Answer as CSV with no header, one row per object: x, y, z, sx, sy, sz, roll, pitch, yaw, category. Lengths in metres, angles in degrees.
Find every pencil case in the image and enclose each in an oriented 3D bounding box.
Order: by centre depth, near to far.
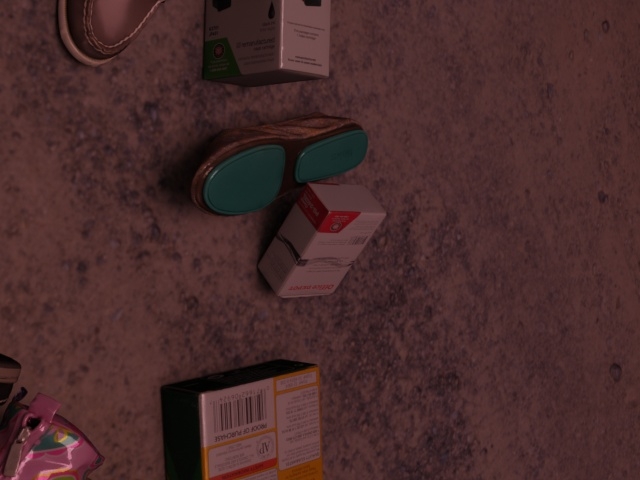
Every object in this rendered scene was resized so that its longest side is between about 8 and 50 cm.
-0.330,0.288,1.021,0.124,0.124,0.284,49,63,-35,pencil case

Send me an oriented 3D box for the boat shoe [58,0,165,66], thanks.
-0.195,-0.347,1.210,0.116,0.097,0.324,40,64,-39,boat shoe

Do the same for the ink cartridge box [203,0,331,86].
-0.066,-0.303,1.304,0.087,0.153,0.208,2,90,-44,ink cartridge box

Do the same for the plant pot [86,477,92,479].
-0.293,0.369,1.136,0.237,0.110,0.237,-2,93,-44,plant pot

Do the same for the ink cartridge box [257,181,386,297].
0.000,0.000,1.393,0.109,0.063,0.150,0,133,-45,ink cartridge box

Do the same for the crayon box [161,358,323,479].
-0.093,0.330,1.354,0.203,0.083,0.323,-7,96,-45,crayon box

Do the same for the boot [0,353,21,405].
-0.454,0.226,0.948,0.377,0.138,0.284,4,98,-59,boot

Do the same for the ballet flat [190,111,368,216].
-0.072,-0.105,1.340,0.316,0.106,0.107,-16,128,-48,ballet flat
